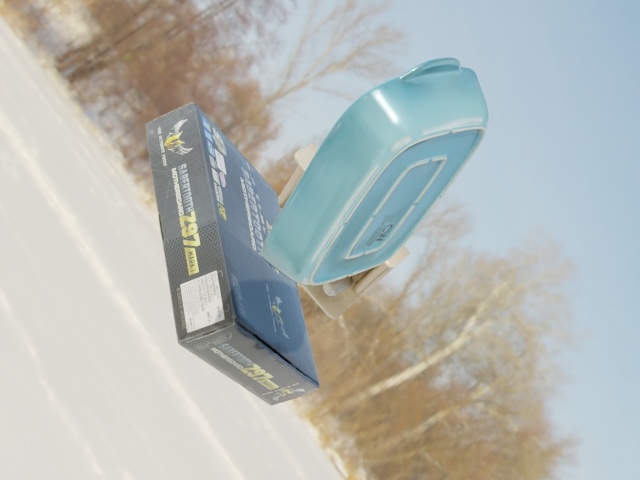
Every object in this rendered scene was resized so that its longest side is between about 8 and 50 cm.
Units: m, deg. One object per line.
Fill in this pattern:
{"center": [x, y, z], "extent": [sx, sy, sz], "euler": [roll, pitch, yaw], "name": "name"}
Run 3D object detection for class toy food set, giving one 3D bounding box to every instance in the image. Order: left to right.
{"center": [0.000, 0.000, 1.531], "extent": [0.220, 0.092, 0.306], "euler": [49, -25, 4], "name": "toy food set"}

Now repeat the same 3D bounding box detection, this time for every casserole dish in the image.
{"center": [0.036, -0.031, 0.594], "extent": [0.037, 0.114, 0.188], "euler": [56, -42, 21], "name": "casserole dish"}

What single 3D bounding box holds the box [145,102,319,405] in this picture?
{"center": [-0.079, 0.016, 0.899], "extent": [0.183, 0.059, 0.233], "euler": [50, 23, -56], "name": "box"}
